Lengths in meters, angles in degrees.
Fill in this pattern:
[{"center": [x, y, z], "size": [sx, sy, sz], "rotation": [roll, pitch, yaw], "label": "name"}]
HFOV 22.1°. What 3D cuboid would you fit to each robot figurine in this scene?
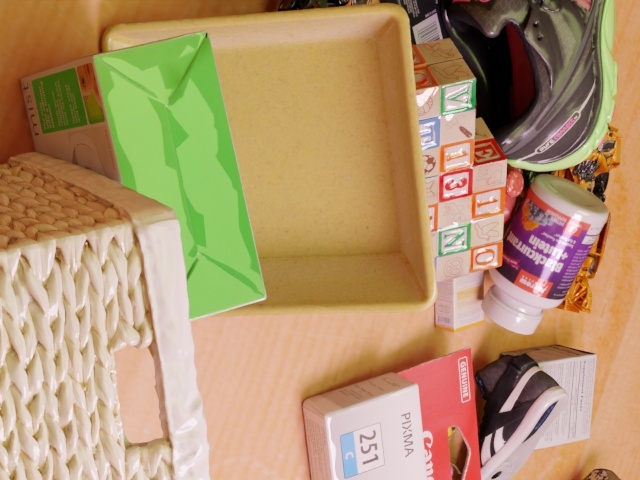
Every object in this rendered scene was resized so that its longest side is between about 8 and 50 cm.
[{"center": [0.340, -0.051, 2.261], "size": [0.211, 0.085, 0.291], "rotation": [12, 90, -46], "label": "robot figurine"}]

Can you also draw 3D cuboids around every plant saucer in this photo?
[{"center": [-0.045, -0.087, 1.754], "size": [0.081, 0.333, 0.333], "rotation": [-54, 140, -66], "label": "plant saucer"}]

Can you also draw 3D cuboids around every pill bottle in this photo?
[{"center": [0.285, 0.021, 2.124], "size": [0.108, 0.108, 0.193], "rotation": [3, 120, -45], "label": "pill bottle"}]

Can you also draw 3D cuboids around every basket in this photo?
[{"center": [-0.289, 0.119, 1.478], "size": [0.266, 0.331, 0.328], "rotation": [-15, 109, -29], "label": "basket"}]

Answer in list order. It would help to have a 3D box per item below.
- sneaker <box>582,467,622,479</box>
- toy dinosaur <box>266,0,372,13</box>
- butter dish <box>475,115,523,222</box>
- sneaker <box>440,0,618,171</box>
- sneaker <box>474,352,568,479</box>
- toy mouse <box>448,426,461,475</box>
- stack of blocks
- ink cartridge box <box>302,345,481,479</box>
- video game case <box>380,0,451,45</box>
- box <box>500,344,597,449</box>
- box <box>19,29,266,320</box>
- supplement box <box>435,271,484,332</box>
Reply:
[{"center": [0.294, 0.435, 2.289], "size": [0.410, 0.158, 0.182], "rotation": [-44, 109, -36], "label": "sneaker"}, {"center": [-0.013, -0.281, 1.855], "size": [0.218, 0.164, 0.322], "rotation": [36, 54, -58], "label": "toy dinosaur"}, {"center": [0.208, -0.079, 2.102], "size": [0.160, 0.118, 0.160], "rotation": [4, 96, -45], "label": "butter dish"}, {"center": [0.255, -0.324, 2.004], "size": [0.202, 0.185, 0.483], "rotation": [-7, 95, -35], "label": "sneaker"}, {"center": [0.240, 0.243, 2.232], "size": [0.079, 0.121, 0.217], "rotation": [2, 131, -48], "label": "sneaker"}, {"center": [0.139, 0.295, 2.169], "size": [0.143, 0.031, 0.161], "rotation": [-56, 131, -21], "label": "toy mouse"}, {"center": [0.125, -0.087, 1.927], "size": [0.171, 0.087, 0.297], "rotation": [-13, 132, -11], "label": "stack of blocks"}, {"center": [0.115, 0.311, 2.091], "size": [0.261, 0.066, 0.296], "rotation": [-16, 110, -28], "label": "ink cartridge box"}, {"center": [0.170, -0.335, 2.071], "size": [0.248, 0.035, 0.275], "rotation": [-34, 120, -35], "label": "video game case"}, {"center": [0.317, 0.219, 2.303], "size": [0.137, 0.072, 0.126], "rotation": [-3, 100, -44], "label": "box"}, {"center": [-0.177, -0.056, 1.601], "size": [0.126, 0.231, 0.262], "rotation": [-16, 98, -28], "label": "box"}, {"center": [0.184, 0.066, 2.164], "size": [0.062, 0.036, 0.098], "rotation": [-13, 107, -42], "label": "supplement box"}]
